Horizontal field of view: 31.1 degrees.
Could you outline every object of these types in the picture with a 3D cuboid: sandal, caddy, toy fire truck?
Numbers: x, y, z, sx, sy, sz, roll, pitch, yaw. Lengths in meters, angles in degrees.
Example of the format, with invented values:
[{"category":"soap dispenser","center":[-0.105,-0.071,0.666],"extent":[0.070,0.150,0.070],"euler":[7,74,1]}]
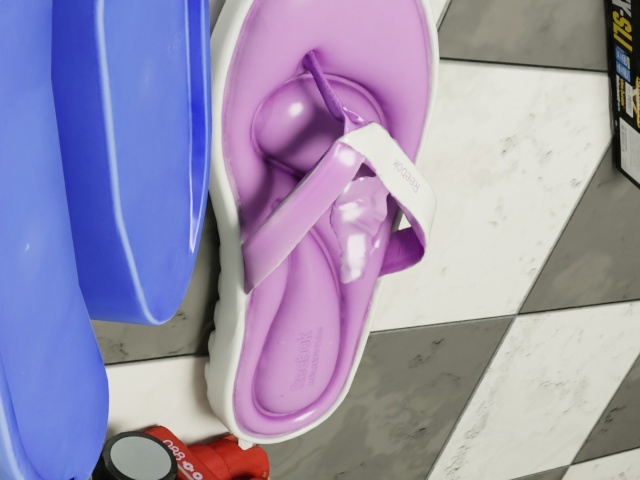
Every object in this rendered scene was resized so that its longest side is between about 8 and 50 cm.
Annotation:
[{"category":"sandal","center":[0.013,-0.005,0.756],"extent":[0.169,0.102,0.416],"euler":[-20,137,-26]},{"category":"caddy","center":[-0.164,-0.049,0.467],"extent":[0.241,0.179,0.341],"euler":[-66,165,-47]},{"category":"toy fire truck","center":[-0.042,0.233,0.866],"extent":[0.246,0.217,0.158],"euler":[-17,137,-50]}]

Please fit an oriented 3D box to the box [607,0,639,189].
[{"category":"box","center":[0.369,-0.204,0.893],"extent":[0.322,0.079,0.257],"euler":[-33,139,-11]}]
